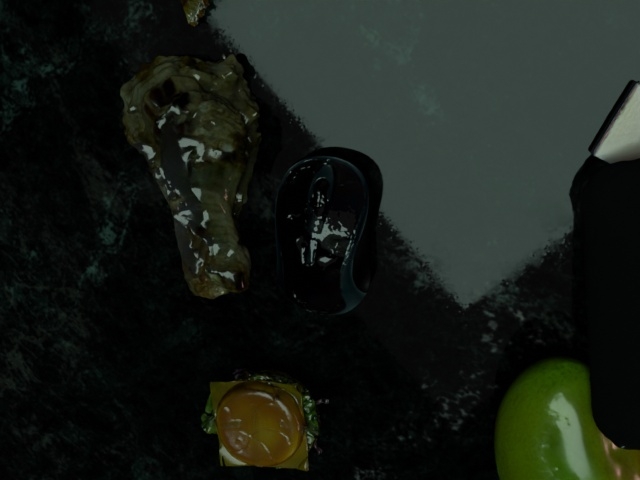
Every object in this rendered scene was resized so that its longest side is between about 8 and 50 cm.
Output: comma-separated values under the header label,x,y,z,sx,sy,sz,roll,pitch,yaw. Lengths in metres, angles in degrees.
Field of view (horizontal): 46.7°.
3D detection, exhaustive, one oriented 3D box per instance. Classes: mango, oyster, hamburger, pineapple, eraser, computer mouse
label,x,y,z,sx,sy,sz,roll,pitch,yaw
mango,0.325,0.290,0.991,0.185,0.149,0.273,-26,93,27
oyster,-0.175,-0.086,1.013,0.197,0.133,0.337,-5,100,23
hamburger,-0.084,0.262,1.109,0.189,0.093,0.164,9,106,10
pineapple,-0.171,-0.333,0.997,0.045,0.019,0.083,-11,100,19
eraser,0.428,-0.118,0.912,0.150,0.023,0.104,28,111,4
computer mouse,0.000,0.000,1.012,0.137,0.096,0.233,5,108,13

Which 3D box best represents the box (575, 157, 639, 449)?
label,x,y,z,sx,sy,sz,roll,pitch,yaw
box,0.458,0.066,0.802,0.359,0.091,0.350,-7,83,46
